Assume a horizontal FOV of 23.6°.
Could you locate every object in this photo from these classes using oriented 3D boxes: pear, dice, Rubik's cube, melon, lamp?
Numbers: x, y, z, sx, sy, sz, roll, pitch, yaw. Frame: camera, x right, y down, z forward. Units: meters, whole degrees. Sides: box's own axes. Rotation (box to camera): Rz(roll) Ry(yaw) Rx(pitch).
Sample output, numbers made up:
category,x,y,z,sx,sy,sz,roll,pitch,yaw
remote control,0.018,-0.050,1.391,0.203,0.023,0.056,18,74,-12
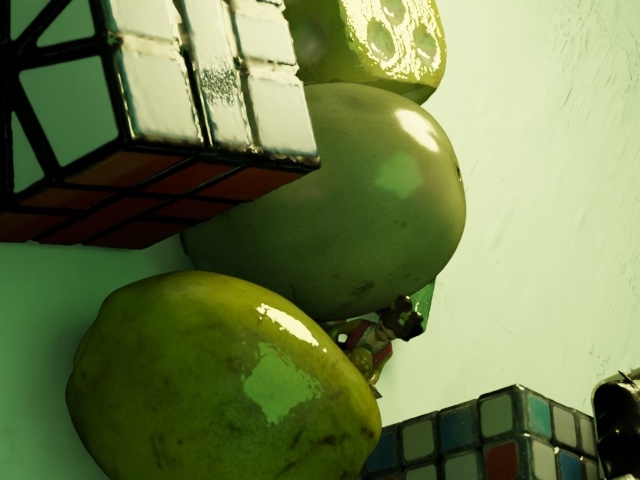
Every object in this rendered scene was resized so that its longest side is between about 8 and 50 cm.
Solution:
category,x,y,z,sx,sy,sz,roll,pitch,yaw
pear,-0.097,0.161,1.509,0.307,0.253,0.253,33,43,-9
dice,-0.004,-0.251,1.888,0.233,0.238,0.227,-2,73,-54
Rubik's cube,0.205,0.362,1.771,0.292,0.287,0.293,23,54,-46
Rubik's cube,-0.212,-0.163,1.523,0.283,0.293,0.288,4,66,-53
melon,-0.006,-0.041,1.708,0.268,0.330,0.268,-12,90,-78
lamp,0.017,0.148,1.674,0.118,0.253,0.118,16,59,-28

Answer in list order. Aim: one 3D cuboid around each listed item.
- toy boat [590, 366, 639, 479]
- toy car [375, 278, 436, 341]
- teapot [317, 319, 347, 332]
category,x,y,z,sx,sy,sz,roll,pitch,yaw
toy boat,0.346,0.250,1.659,0.141,0.141,0.269,41,44,-32
toy car,0.116,-0.025,2.041,0.141,0.097,0.321,44,41,-30
teapot,-0.016,0.086,1.829,0.068,0.076,0.121,40,15,-20
